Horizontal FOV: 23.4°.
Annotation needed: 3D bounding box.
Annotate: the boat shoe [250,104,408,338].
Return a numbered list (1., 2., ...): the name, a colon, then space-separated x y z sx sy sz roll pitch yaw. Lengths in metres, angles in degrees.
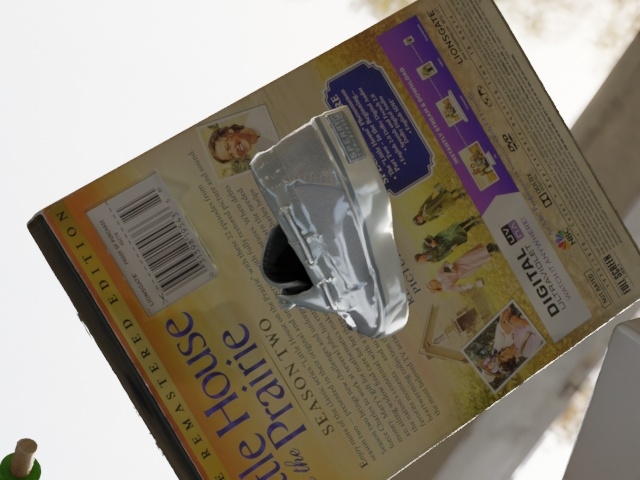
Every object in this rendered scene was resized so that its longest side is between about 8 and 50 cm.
1. boat shoe: 0.000 0.001 0.931 0.227 0.081 0.079 75 173 -61

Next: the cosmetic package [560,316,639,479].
1. cosmetic package: 0.418 0.243 1.232 0.327 0.329 0.393 31 -154 35

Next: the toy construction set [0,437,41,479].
1. toy construction set: -0.203 0.328 1.250 0.309 0.237 0.257 37 -132 12

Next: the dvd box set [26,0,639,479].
1. dvd box set: 0.031 0.013 1.195 0.420 0.062 0.307 -33 -87 -24
